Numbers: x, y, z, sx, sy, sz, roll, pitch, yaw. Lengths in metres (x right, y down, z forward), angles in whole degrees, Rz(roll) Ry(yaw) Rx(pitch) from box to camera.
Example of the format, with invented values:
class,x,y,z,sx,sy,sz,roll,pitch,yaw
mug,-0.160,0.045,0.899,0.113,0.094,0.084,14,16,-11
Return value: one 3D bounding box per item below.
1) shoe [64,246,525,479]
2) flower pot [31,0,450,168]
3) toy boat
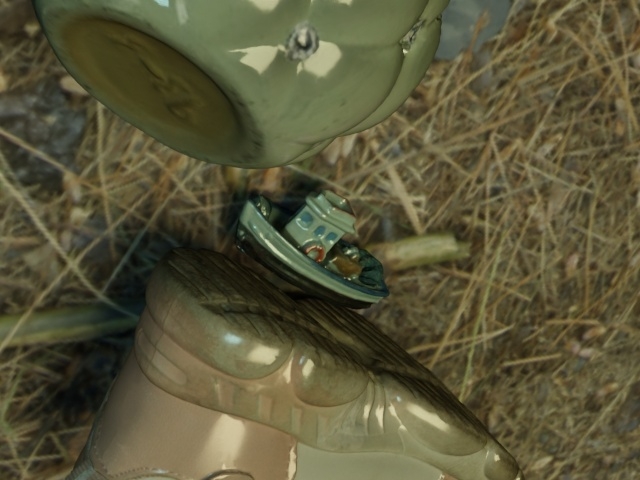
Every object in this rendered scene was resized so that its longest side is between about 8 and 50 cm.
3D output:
class,x,y,z,sx,sy,sz,roll,pitch,yaw
shoe,-0.025,0.145,1.281,0.351,0.172,0.198,30,100,-41
flower pot,-0.042,-0.158,1.043,0.195,0.246,0.246,-57,134,-20
toy boat,0.000,0.000,1.282,0.140,0.059,0.066,26,114,-38
